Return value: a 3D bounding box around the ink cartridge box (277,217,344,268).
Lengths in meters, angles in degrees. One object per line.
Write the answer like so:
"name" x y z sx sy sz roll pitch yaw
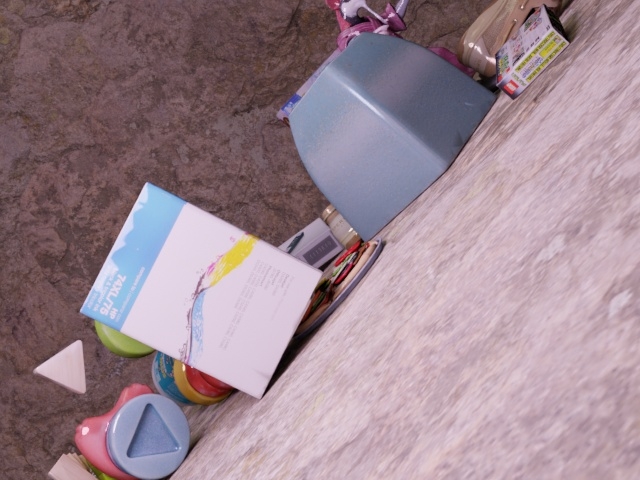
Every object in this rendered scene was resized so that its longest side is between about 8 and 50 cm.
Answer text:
"ink cartridge box" -0.095 0.051 1.796 0.275 0.060 0.239 -37 18 -2

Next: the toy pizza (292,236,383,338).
"toy pizza" 0.018 0.065 1.256 0.201 0.032 0.201 -48 3 4

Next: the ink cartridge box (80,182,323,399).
"ink cartridge box" -0.164 0.071 1.203 0.197 0.270 0.198 -64 5 -5

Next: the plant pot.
"plant pot" 0.096 -0.201 1.424 0.248 0.252 0.247 -45 5 48

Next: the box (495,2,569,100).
"box" 0.321 -0.294 1.289 0.114 0.036 0.207 -47 9 26

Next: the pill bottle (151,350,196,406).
"pill bottle" -0.230 0.226 1.622 0.146 0.146 0.264 -50 4 -33

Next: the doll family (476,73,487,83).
"doll family" 0.374 -0.406 1.745 0.111 0.076 0.193 -56 5 -35

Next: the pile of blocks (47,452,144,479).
"pile of blocks" -0.395 0.437 1.320 0.112 0.149 0.362 -45 5 43

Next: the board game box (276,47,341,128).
"board game box" 0.110 -0.326 2.124 0.318 0.318 0.066 -50 5 -15

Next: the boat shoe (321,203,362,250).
"boat shoe" 0.061 -0.058 1.614 0.104 0.089 0.285 -48 3 9

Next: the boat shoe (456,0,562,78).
"boat shoe" 0.403 -0.449 1.584 0.341 0.110 0.121 -52 -25 3

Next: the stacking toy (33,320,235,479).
"stacking toy" -0.269 0.210 1.346 0.130 0.279 0.309 -26 19 52

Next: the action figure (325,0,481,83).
"action figure" 0.147 -0.380 1.751 0.248 0.370 0.276 -41 -11 -37

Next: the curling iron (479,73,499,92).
"curling iron" 0.287 -0.256 1.525 0.274 0.035 0.068 -32 37 62
